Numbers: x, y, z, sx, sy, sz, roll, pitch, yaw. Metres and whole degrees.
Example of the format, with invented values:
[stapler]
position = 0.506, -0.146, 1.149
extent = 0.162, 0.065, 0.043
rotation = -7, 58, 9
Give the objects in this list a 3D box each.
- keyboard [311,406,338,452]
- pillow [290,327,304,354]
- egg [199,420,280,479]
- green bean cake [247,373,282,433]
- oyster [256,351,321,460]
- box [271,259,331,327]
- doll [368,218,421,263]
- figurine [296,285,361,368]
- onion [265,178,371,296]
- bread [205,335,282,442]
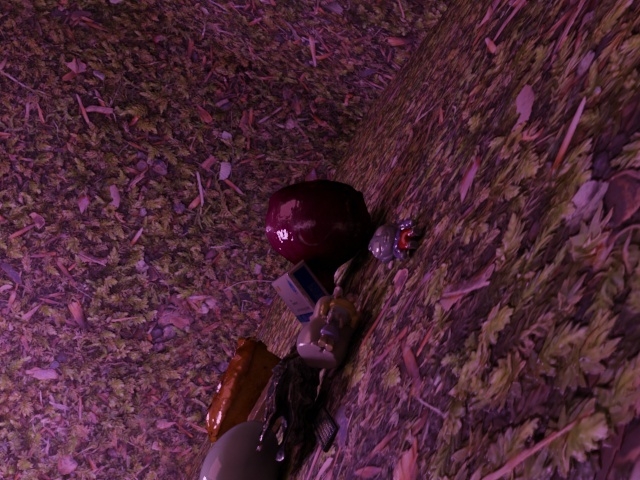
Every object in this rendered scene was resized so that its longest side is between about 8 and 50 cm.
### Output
[keyboard]
position = 0.007, 0.404, 1.368
extent = 0.055, 0.014, 0.176
rotation = -60, 7, -5
[pillow]
position = -0.067, 0.347, 2.047
extent = 0.113, 0.038, 0.203
rotation = -59, 7, 30
[egg]
position = -0.190, 0.554, 1.547
extent = 0.182, 0.183, 0.264
rotation = -58, 1, 36
[green bean cake]
position = -0.148, 0.497, 1.872
extent = 0.179, 0.085, 0.109
rotation = -60, 5, 11
[oyster]
position = -0.065, 0.372, 1.532
extent = 0.162, 0.158, 0.351
rotation = -45, 4, 30
[box]
position = -0.044, 0.173, 1.877
extent = 0.065, 0.200, 0.343
rotation = -36, 0, -15
[doll]
position = 0.167, 0.005, 1.484
extent = 0.227, 0.075, 0.102
rotation = -9, 63, 67
[figurine]
position = 0.035, 0.185, 1.550
extent = 0.155, 0.127, 0.235
rotation = 96, -164, -52
[onion]
position = 0.000, 0.000, 1.961
extent = 0.348, 0.348, 0.384
rotation = 163, 100, -81
[bread]
position = -0.247, 0.508, 2.112
extent = 0.337, 0.204, 0.358
rotation = -45, 22, 60
